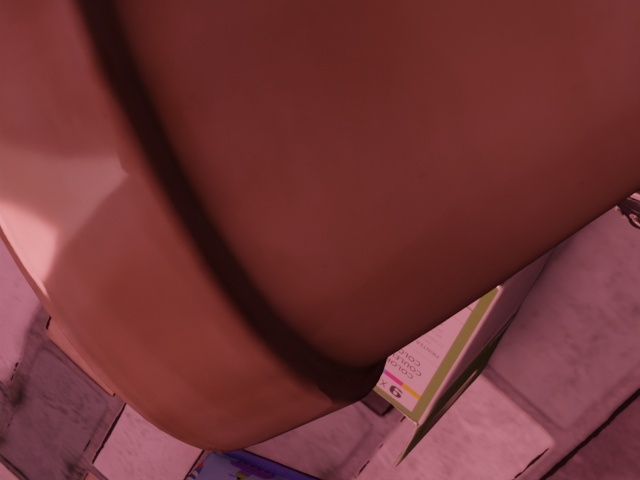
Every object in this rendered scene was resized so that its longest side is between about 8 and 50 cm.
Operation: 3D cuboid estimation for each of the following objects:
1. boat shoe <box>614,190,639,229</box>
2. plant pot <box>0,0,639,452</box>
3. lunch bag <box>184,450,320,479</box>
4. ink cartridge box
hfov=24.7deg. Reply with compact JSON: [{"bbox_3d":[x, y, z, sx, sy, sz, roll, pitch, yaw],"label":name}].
[{"bbox_3d":[0.185,-0.021,0.803,0.125,0.046,0.038,24,133,14],"label":"boat shoe"},{"bbox_3d":[0.036,-0.107,0.610,0.280,0.323,0.323,-21,112,15],"label":"plant pot"},{"bbox_3d":[-0.024,0.305,1.146,0.293,0.221,0.138,9,129,38],"label":"lunch bag"},{"bbox_3d":[0.081,0.040,0.901,0.062,0.109,0.209,37,142,13],"label":"ink cartridge box"}]
